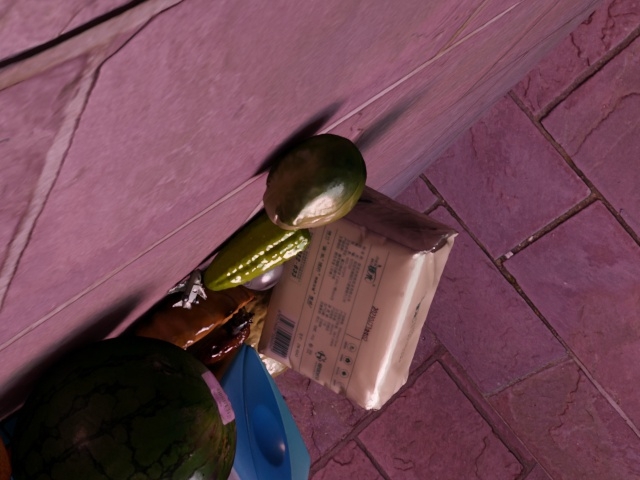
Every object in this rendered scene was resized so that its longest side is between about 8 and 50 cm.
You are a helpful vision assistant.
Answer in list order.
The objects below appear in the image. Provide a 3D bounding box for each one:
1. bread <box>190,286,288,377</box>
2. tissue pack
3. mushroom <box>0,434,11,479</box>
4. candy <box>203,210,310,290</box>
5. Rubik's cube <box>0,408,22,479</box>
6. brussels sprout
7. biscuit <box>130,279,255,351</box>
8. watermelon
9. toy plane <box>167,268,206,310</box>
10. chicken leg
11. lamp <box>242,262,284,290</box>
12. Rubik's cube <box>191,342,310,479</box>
[{"bbox_3d":[-0.178,0.196,2.242,0.320,0.237,0.320,-29,-172,4],"label":"bread"},{"bbox_3d":[0.068,0.100,1.959,0.207,0.297,0.381,-33,146,-57],"label":"tissue pack"},{"bbox_3d":[-0.494,0.290,1.210,0.217,0.148,0.227,-18,158,-24],"label":"mushroom"},{"bbox_3d":[-0.117,0.020,1.755,0.209,0.097,0.097,-34,177,4],"label":"candy"},{"bbox_3d":[-0.511,0.388,1.742,0.151,0.154,0.155,-36,176,-47],"label":"Rubik's cube"},{"bbox_3d":[-0.007,-0.084,1.396,0.155,0.118,0.155,-19,165,-5],"label":"brussels sprout"},{"bbox_3d":[-0.273,0.173,1.929,0.325,0.107,0.326,-36,177,-2],"label":"biscuit"},{"bbox_3d":[-0.315,0.324,1.578,0.363,0.363,0.363,-39,176,-3],"label":"watermelon"},{"bbox_3d":[-0.229,0.088,1.767,0.080,0.033,0.083,14,111,-38],"label":"toy plane"},{"bbox_3d":[-0.177,0.180,1.857,0.106,0.051,0.253,-32,170,-42],"label":"chicken leg"},{"bbox_3d":[-0.119,0.043,1.881,0.105,0.105,0.105,-39,176,-3],"label":"lamp"},{"bbox_3d":[-0.251,0.445,1.997,0.347,0.352,0.352,-23,-164,19],"label":"Rubik's cube"}]
